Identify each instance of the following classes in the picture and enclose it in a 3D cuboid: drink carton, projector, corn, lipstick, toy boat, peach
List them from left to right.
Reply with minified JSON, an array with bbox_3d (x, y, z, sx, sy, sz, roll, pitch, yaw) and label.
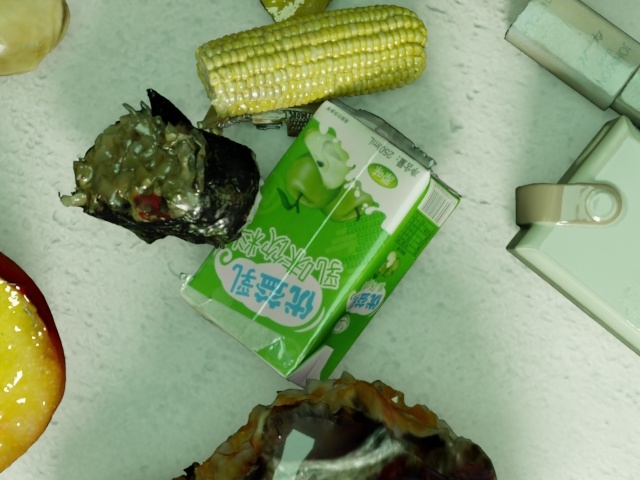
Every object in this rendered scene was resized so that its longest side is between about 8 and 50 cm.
[{"bbox_3d":[-0.400,0.105,1.770,0.281,0.338,0.281,-1,74,3],"label":"peach"},{"bbox_3d":[-0.057,-0.132,1.900,0.149,0.047,0.049,-2,90,2],"label":"toy boat"},{"bbox_3d":[-0.009,-0.187,1.850,0.244,0.093,0.093,-11,88,-18],"label":"corn"},{"bbox_3d":[0.000,0.000,1.845,0.161,0.108,0.271,37,90,25],"label":"drink carton"},{"bbox_3d":[0.314,-0.169,1.862,0.253,0.077,0.079,36,91,4],"label":"lipstick"},{"bbox_3d":[0.313,-0.003,1.817,0.242,0.163,0.177,38,90,2],"label":"projector"}]

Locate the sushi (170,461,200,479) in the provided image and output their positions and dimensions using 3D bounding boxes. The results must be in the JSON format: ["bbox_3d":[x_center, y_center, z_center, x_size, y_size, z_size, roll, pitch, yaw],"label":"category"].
[{"bbox_3d":[-0.209,0.338,1.850,0.149,0.140,0.287,38,90,-3],"label":"sushi"}]

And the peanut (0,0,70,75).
[{"bbox_3d":[-0.437,-0.215,1.875,0.340,0.158,0.174,-31,66,-1],"label":"peanut"}]

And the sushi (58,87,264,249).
[{"bbox_3d":[-0.157,-0.075,1.827,0.212,0.115,0.147,14,78,47],"label":"sushi"}]

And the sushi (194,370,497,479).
[{"bbox_3d":[0.021,0.346,1.778,0.417,0.176,0.417,-4,104,-14],"label":"sushi"}]

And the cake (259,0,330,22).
[{"bbox_3d":[-0.067,-0.290,1.905,0.185,0.080,0.116,23,103,-5],"label":"cake"}]
